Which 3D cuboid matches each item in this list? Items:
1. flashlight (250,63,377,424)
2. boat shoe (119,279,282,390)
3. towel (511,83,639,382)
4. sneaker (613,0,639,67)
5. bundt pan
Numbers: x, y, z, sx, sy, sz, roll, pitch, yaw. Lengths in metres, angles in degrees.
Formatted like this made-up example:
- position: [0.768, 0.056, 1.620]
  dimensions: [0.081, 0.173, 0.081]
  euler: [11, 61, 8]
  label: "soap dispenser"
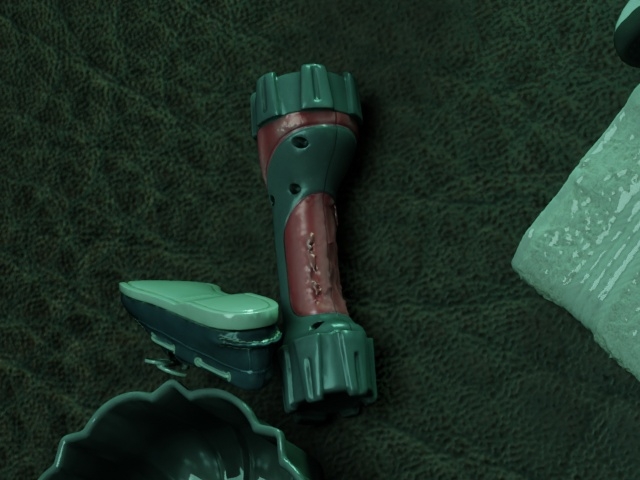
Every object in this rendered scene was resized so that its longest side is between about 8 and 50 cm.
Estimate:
- position: [0.000, 0.000, 1.755]
  dimensions: [0.103, 0.103, 0.304]
  euler: [-11, 69, 12]
  label: "flashlight"
- position: [-0.110, 0.081, 1.787]
  dimensions: [0.254, 0.095, 0.079]
  euler: [10, 104, 56]
  label: "boat shoe"
- position: [0.298, -0.033, 1.596]
  dimensions: [0.282, 0.049, 0.187]
  euler: [-53, 54, 9]
  label: "towel"
- position: [0.315, -0.265, 1.570]
  dimensions: [0.270, 0.090, 0.145]
  euler: [-41, 56, 13]
  label: "sneaker"
- position: [-0.109, 0.293, 1.721]
  dimensions: [0.331, 0.124, 0.330]
  euler: [-10, 71, 31]
  label: "bundt pan"
